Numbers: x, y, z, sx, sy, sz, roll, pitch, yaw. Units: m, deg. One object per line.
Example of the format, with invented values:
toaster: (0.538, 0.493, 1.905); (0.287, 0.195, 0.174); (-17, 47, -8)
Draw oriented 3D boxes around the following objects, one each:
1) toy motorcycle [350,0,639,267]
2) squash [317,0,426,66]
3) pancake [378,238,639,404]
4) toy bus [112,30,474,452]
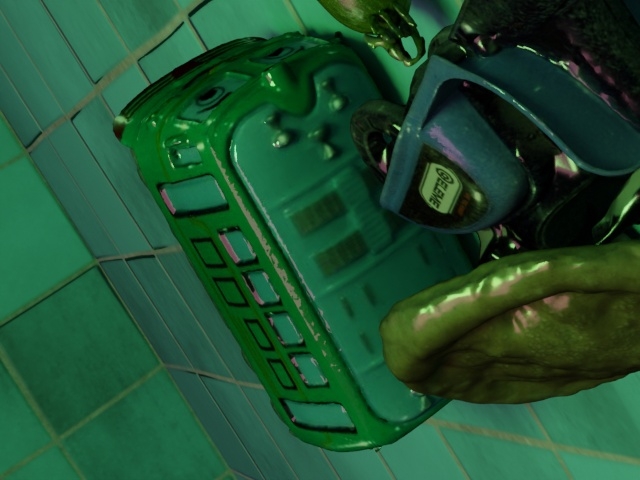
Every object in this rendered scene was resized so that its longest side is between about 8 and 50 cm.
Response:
toy motorcycle: (0.132, -0.066, 0.714); (0.212, 0.125, 0.358); (42, 162, 11)
squash: (-0.022, -0.253, 0.852); (0.080, 0.071, 0.318); (-26, 96, 36)
pancake: (0.151, 0.050, 0.699); (0.222, 0.236, 0.042); (70, -165, -68)
toy bus: (0.000, 0.000, 1.041); (0.344, 0.183, 0.199); (60, 158, -15)
